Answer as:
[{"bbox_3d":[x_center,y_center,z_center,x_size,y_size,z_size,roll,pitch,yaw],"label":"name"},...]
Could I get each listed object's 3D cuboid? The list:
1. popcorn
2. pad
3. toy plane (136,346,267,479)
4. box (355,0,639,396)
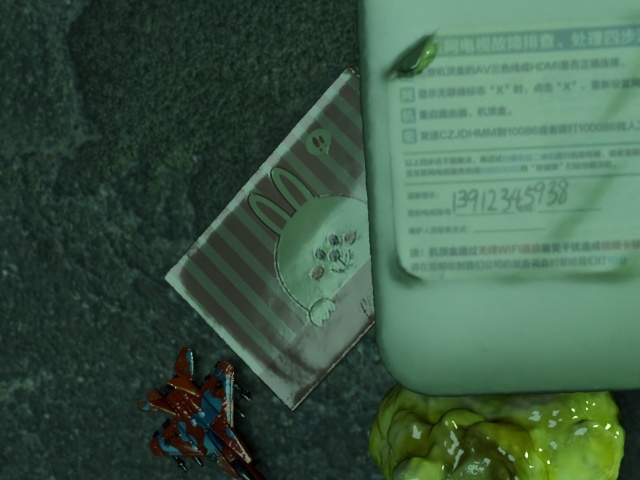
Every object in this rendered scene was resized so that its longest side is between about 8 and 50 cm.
[{"bbox_3d":[0.157,0.204,1.541,0.259,0.259,0.212,4,125,17],"label":"popcorn"},{"bbox_3d":[0.000,0.000,1.696,0.202,0.005,0.300,45,104,10],"label":"pad"},{"bbox_3d":[-0.100,0.203,1.711,0.189,0.061,0.130,43,103,7],"label":"toy plane"},{"bbox_3d":[0.233,-0.074,1.412,0.395,0.111,0.397,-2,96,8],"label":"box"}]
